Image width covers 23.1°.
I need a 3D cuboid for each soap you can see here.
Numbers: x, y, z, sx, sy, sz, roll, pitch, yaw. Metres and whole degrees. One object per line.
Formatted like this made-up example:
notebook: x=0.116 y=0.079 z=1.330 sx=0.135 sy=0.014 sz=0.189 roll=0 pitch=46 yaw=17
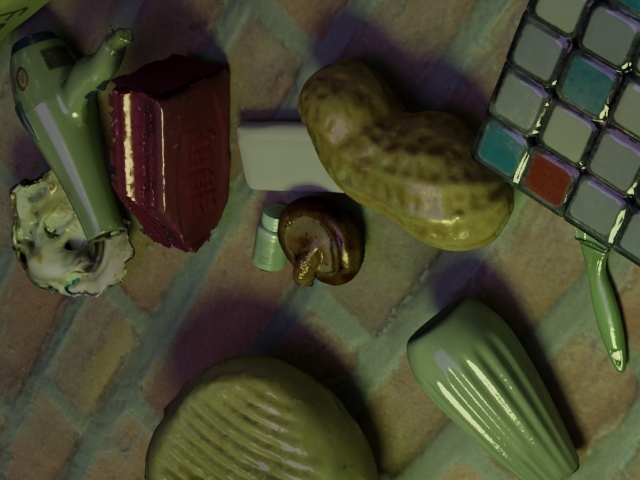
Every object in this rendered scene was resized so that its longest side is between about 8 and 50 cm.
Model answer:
soap: x=-0.193 y=-0.107 z=2.038 sx=0.099 sy=0.162 sz=0.250 roll=17 pitch=123 yaw=25

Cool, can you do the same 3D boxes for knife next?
knife: x=0.313 y=0.014 z=1.773 sx=0.043 sy=0.020 sz=0.293 roll=-6 pitch=106 yaw=43

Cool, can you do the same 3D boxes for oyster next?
oyster: x=-0.357 y=-0.006 z=2.272 sx=0.223 sy=0.083 sz=0.214 roll=31 pitch=130 yaw=19

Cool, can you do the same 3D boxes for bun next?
bun: x=-0.065 y=0.330 z=2.104 sx=0.326 sy=0.234 sz=0.361 roll=-3 pitch=94 yaw=34

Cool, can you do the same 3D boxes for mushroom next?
mushroom: x=0.000 y=0.000 z=1.976 sx=0.127 sy=0.087 sz=0.127 roll=20 pitch=126 yaw=29

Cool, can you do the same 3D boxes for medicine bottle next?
medicine bottle: x=-0.062 y=-0.004 z=2.052 sx=0.047 sy=0.047 sz=0.083 roll=28 pitch=126 yaw=26

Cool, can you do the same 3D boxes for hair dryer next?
hair dryer: x=-0.308 y=-0.138 z=2.101 sx=0.298 sy=0.119 sz=0.295 roll=6 pitch=111 yaw=55

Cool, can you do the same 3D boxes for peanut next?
peanut: x=0.092 y=-0.100 z=1.825 sx=0.305 sy=0.147 sz=0.147 roll=32 pitch=128 yaw=25

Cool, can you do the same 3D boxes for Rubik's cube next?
Rubik's cube: x=0.362 y=-0.158 z=1.463 sx=0.292 sy=0.287 sz=0.293 roll=33 pitch=128 yaw=24

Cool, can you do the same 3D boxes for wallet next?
wallet: x=-0.028 y=-0.106 z=1.984 sx=0.190 sy=0.033 sz=0.095 roll=5 pitch=116 yaw=38

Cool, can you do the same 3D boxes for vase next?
vase: x=0.213 y=0.191 z=1.876 sx=0.248 sy=0.128 sz=0.128 roll=52 pitch=134 yaw=-3

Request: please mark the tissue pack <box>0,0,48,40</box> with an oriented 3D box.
tissue pack: x=-0.534 y=-0.346 z=2.075 sx=0.405 sy=0.332 sz=0.205 roll=-27 pitch=91 yaw=44
